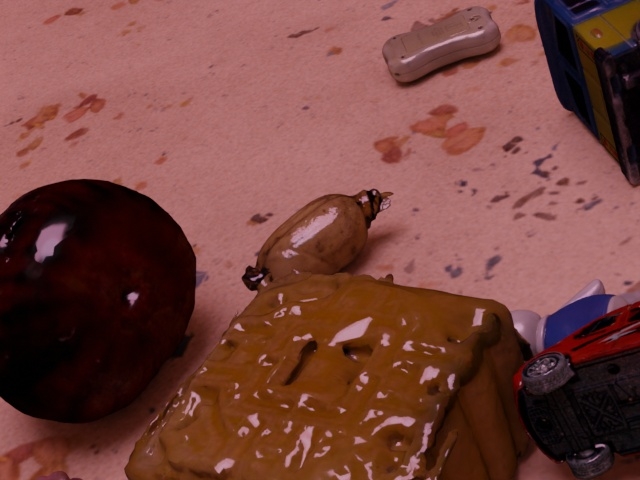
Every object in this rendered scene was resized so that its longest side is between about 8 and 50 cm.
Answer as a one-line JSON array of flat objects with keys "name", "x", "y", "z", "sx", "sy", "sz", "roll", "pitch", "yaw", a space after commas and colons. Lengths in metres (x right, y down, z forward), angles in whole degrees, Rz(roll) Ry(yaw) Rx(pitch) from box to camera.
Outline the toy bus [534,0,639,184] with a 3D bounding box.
[{"name": "toy bus", "x": 0.350, "y": -0.186, "z": 1.057, "sx": 0.287, "sy": 0.138, "sz": 0.175, "roll": -24, "pitch": 35, "yaw": 0}]

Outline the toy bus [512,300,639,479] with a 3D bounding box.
[{"name": "toy bus", "x": 0.218, "y": 0.077, "z": 0.775, "sx": 0.195, "sy": 0.081, "sz": 0.089, "roll": -22, "pitch": 18, "yaw": 29}]

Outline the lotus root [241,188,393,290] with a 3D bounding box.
[{"name": "lotus root", "x": 0.000, "y": 0.000, "z": 1.075, "sx": 0.152, "sy": 0.063, "sz": 0.072, "roll": -35, "pitch": 9, "yaw": -6}]

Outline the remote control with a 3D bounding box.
[{"name": "remote control", "x": 0.127, "y": -0.206, "z": 1.307, "sx": 0.122, "sy": 0.032, "sz": 0.074, "roll": -19, "pitch": 34, "yaw": 5}]

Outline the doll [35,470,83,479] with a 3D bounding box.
[{"name": "doll", "x": -0.204, "y": 0.258, "z": 0.809, "sx": 0.211, "sy": 0.093, "sz": 0.262, "roll": 4, "pitch": 40, "yaw": 15}]

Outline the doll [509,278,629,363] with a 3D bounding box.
[{"name": "doll", "x": 0.173, "y": 0.070, "z": 0.885, "sx": 0.142, "sy": 0.058, "sz": 0.099, "roll": -5, "pitch": 49, "yaw": 28}]

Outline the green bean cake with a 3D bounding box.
[{"name": "green bean cake", "x": 0.014, "y": 0.128, "z": 0.831, "sx": 0.224, "sy": 0.131, "sz": 0.230, "roll": 6, "pitch": 44, "yaw": 34}]

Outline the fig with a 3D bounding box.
[{"name": "fig", "x": -0.231, "y": 0.049, "z": 1.050, "sx": 0.249, "sy": 0.186, "sz": 0.204, "roll": -1, "pitch": 58, "yaw": 41}]
